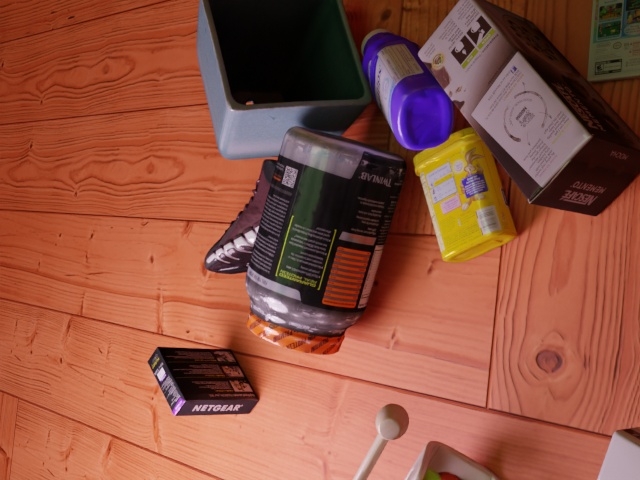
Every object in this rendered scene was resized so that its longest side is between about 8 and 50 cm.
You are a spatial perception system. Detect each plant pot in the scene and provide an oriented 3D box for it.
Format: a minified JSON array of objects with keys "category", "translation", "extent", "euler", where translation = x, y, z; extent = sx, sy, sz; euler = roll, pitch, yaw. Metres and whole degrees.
[{"category":"plant pot","translation":[-0.088,-0.268,1.565],"extent":[0.252,0.247,0.248],"euler":[122,137,-60]}]

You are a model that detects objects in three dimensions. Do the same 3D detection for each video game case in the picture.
[{"category":"video game case","translation":[0.430,-0.286,1.180],"extent":[0.157,0.019,0.143],"euler":[2,86,47]}]

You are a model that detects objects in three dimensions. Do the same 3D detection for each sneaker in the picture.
[{"category":"sneaker","translation":[-0.111,-0.054,1.670],"extent":[0.281,0.106,0.163],"euler":[-28,59,29]}]

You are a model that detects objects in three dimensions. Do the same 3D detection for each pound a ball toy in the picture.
[{"category":"pound a ball toy","translation":[0.120,0.398,1.304],"extent":[0.208,0.136,0.319],"euler":[29,109,7]}]

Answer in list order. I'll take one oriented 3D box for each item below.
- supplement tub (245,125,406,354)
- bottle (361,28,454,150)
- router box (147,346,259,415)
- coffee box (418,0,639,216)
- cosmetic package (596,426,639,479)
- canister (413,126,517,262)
[{"category":"supplement tub","translation":[0.000,0.000,1.456],"extent":[0.207,0.207,0.338],"euler":[26,103,45]},{"category":"bottle","translation":[0.125,-0.248,1.387],"extent":[0.283,0.092,0.118],"euler":[-109,9,-54]},{"category":"router box","translation":[-0.217,0.262,1.667],"extent":[0.046,0.179,0.133],"euler":[-54,50,24]},{"category":"coffee box","translation":[0.286,-0.183,1.210],"extent":[0.119,0.168,0.297],"euler":[-51,51,29]},{"category":"cosmetic package","translation":[0.406,0.328,1.026],"extent":[0.151,0.151,0.184],"euler":[27,105,44]},{"category":"canister","translation":[0.215,-0.065,1.337],"extent":[0.126,0.073,0.170],"euler":[-29,66,40]}]
